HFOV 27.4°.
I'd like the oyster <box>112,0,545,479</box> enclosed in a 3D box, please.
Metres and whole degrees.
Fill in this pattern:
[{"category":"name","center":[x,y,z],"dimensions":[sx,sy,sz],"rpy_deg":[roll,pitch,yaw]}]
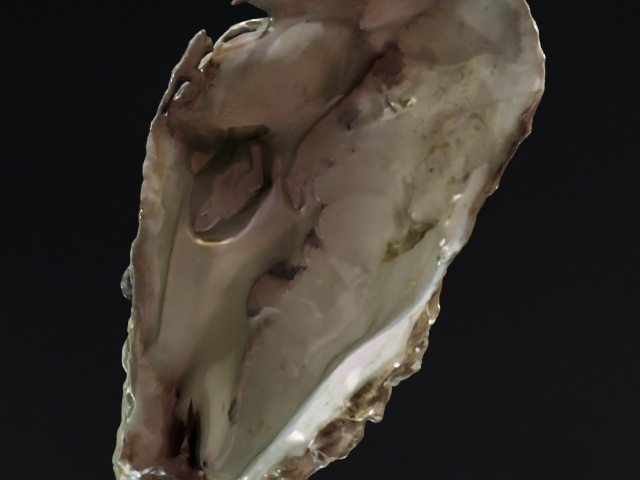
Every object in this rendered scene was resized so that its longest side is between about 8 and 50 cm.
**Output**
[{"category":"oyster","center":[0.001,0.001,0.551],"dimensions":[0.199,0.087,0.252],"rpy_deg":[-8,-80,-8]}]
